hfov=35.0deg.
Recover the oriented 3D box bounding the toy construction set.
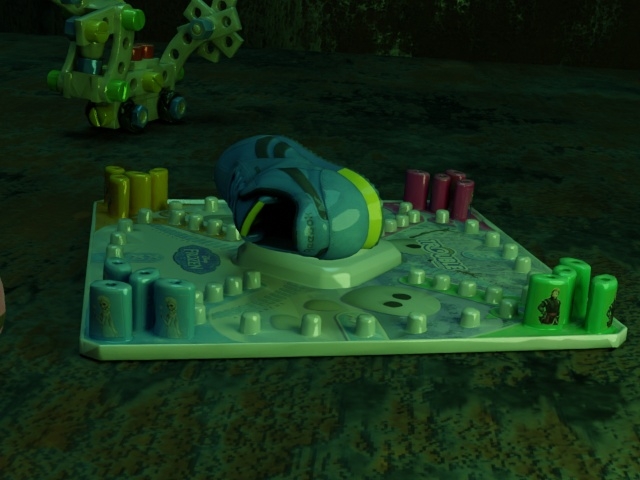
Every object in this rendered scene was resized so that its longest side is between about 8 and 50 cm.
[{"bbox_3d":[-0.257,-0.268,1.444,0.151,0.215,0.327,16,20,35],"label":"toy construction set"}]

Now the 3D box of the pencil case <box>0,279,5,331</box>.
[{"bbox_3d":[-0.267,0.059,0.547,0.098,0.095,0.209,1,13,18],"label":"pencil case"}]

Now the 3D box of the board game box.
[{"bbox_3d":[0.000,0.000,0.867,0.390,0.050,0.390,0,16,-11],"label":"board game box"}]

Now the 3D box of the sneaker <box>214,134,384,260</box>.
[{"bbox_3d":[-0.042,-0.035,0.768,0.082,0.069,0.209,-11,22,-31],"label":"sneaker"}]
